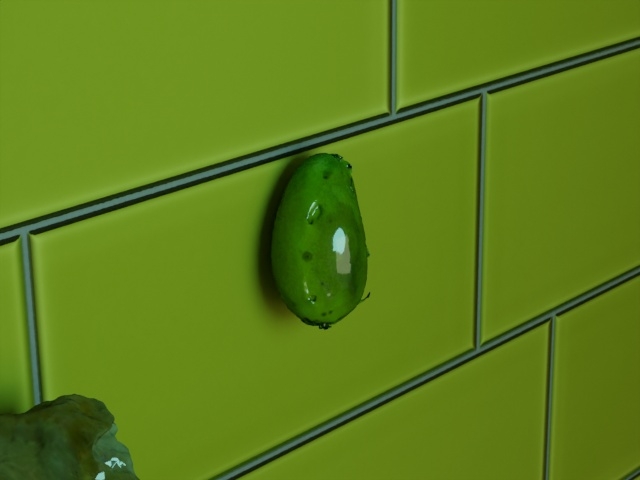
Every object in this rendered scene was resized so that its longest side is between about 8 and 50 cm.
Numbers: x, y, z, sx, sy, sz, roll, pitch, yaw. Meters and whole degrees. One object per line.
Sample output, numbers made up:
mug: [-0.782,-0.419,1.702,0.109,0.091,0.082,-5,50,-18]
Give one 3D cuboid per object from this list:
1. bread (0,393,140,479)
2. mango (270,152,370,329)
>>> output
bread: [-0.272,0.261,1.249,0.252,0.196,0.239,-11,114,-44]
mango: [-0.001,0.000,1.549,0.119,0.100,0.178,-51,141,-81]
